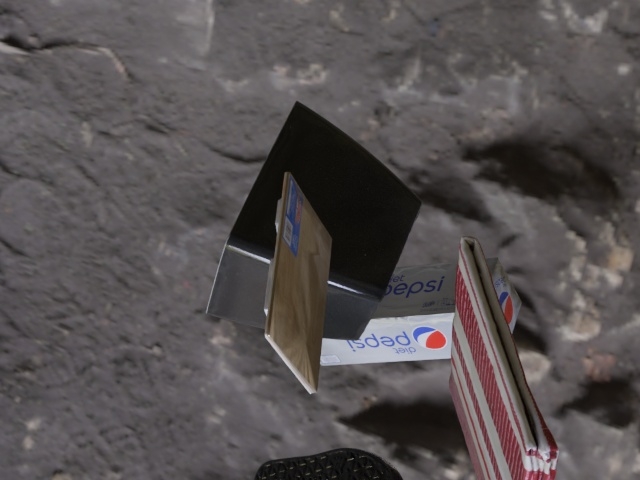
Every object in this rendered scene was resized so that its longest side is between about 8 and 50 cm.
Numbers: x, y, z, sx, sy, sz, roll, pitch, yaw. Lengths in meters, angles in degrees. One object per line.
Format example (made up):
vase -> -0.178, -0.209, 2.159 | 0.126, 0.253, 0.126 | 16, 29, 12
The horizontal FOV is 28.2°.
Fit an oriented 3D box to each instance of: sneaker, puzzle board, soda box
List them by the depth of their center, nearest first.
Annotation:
puzzle board -> -0.016, 0.030, 0.895 | 0.096, 0.011, 0.128 | 57, 33, -54
sneaker -> 0.023, 0.293, 1.501 | 0.097, 0.234, 0.084 | 29, 67, -41
soda box -> 0.114, 0.097, 1.697 | 0.091, 0.286, 0.098 | 57, 40, -34

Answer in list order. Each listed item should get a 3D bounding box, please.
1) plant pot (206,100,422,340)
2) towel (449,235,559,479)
plant pot -> 0.000, 0.000, 1.347 | 0.187, 0.167, 0.188 | 114, 0, -62
towel -> 0.179, 0.171, 1.291 | 0.037, 0.237, 0.329 | -13, 149, -4
